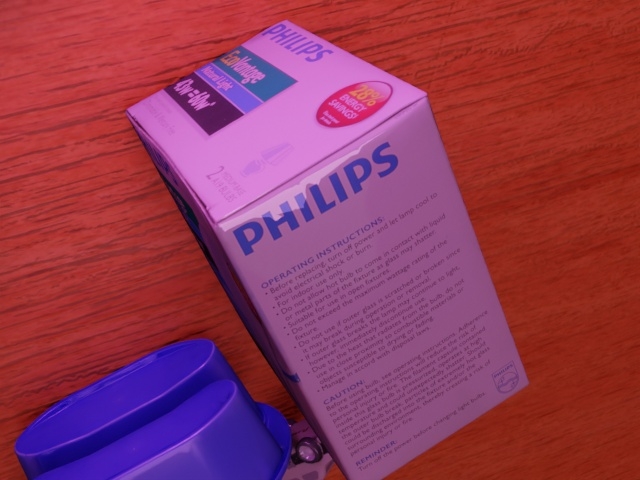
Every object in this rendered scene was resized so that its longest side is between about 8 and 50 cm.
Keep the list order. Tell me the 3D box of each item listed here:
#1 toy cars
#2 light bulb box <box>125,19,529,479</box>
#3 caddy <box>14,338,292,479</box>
[{"bbox_3d":[-0.098,0.349,1.242,0.393,0.176,0.087,-36,97,-3],"label":"toy cars"},{"bbox_3d":[0.000,0.000,1.011,0.225,0.358,0.361,-31,122,-9],"label":"light bulb box"},{"bbox_3d":[-0.203,0.279,1.133,0.341,0.241,0.179,-27,118,-9],"label":"caddy"}]
